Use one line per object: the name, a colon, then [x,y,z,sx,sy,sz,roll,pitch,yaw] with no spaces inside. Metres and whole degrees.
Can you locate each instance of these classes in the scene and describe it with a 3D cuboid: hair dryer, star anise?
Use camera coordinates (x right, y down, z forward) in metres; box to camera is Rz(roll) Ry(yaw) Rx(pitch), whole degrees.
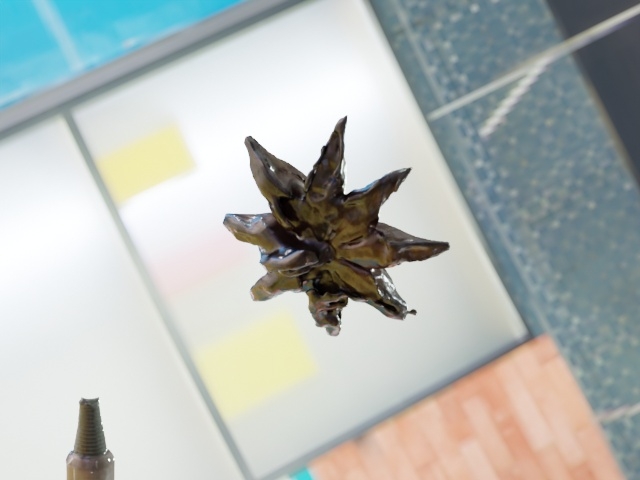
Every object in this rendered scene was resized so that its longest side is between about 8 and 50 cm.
hair dryer: [-0.149,0.227,1.305,0.195,0.053,0.220,43,-51,45]
star anise: [0.000,0.000,1.982,0.272,0.102,0.272,10,-60,18]
